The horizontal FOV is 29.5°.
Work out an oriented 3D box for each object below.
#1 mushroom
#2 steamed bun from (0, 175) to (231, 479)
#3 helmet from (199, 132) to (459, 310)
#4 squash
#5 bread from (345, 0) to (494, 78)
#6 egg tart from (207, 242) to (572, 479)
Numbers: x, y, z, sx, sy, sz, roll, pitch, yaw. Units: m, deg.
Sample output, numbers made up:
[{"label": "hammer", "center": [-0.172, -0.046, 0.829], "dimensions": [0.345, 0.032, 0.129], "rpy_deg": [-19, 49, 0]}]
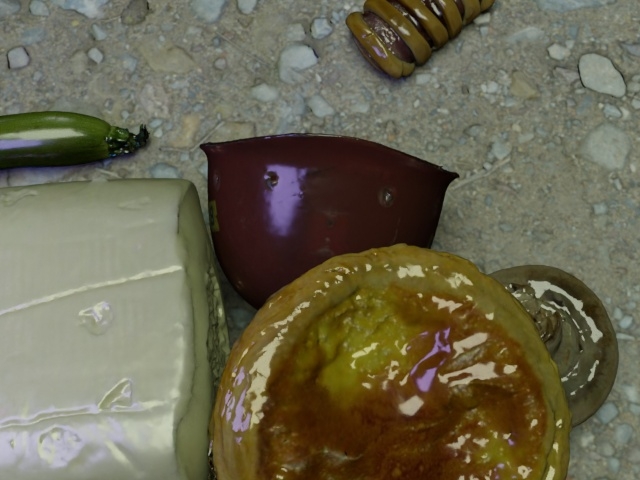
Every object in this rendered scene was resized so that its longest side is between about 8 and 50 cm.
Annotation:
[{"label": "mushroom", "center": [0.272, 0.136, 1.559], "dimensions": [0.226, 0.178, 0.226], "rpy_deg": [2, 63, -3]}, {"label": "steamed bun", "center": [-0.295, 0.155, 1.527], "dimensions": [0.371, 0.290, 0.456], "rpy_deg": [-6, 64, 7]}, {"label": "helmet", "center": [0.000, 0.000, 1.554], "dimensions": [0.337, 0.385, 0.230], "rpy_deg": [8, 88, -6]}, {"label": "squash", "center": [-0.414, -0.142, 1.753], "dimensions": [0.331, 0.087, 0.087], "rpy_deg": [-3, 69, 0]}, {"label": "bread", "center": [0.146, -0.344, 1.800], "dimensions": [0.225, 0.081, 0.134], "rpy_deg": [-43, 72, -12]}, {"label": "egg tart", "center": [0.077, 0.227, 1.433], "dimensions": [0.443, 0.178, 0.443], "rpy_deg": [0, 90, -13]}]
